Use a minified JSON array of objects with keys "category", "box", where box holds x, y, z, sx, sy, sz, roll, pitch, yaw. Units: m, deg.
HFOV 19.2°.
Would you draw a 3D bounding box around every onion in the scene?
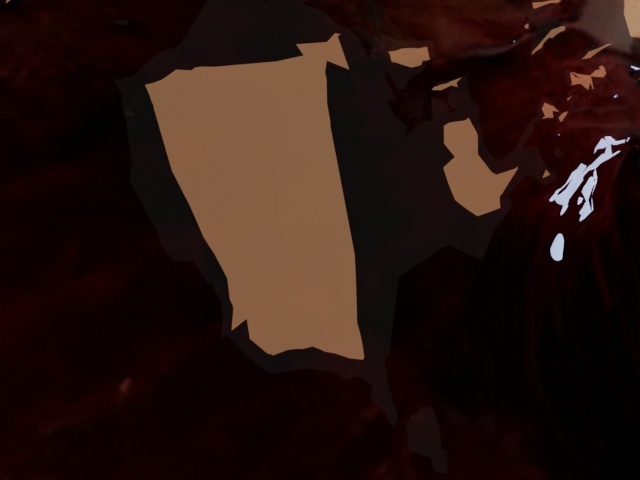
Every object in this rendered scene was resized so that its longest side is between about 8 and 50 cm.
[{"category":"onion","box":[0.000,0.000,0.488,0.314,0.232,0.314,21,56,-34]}]
